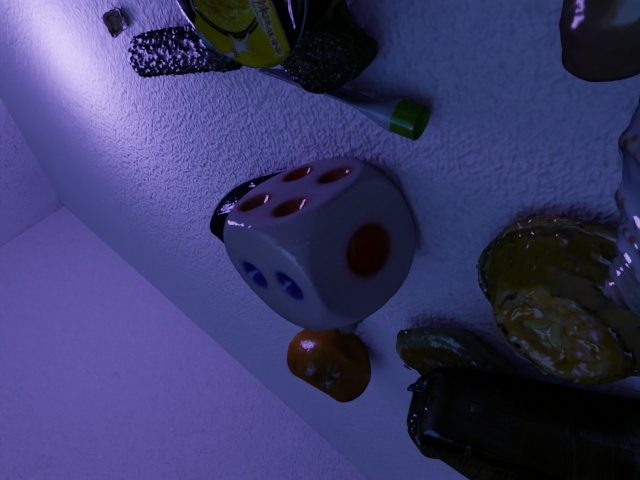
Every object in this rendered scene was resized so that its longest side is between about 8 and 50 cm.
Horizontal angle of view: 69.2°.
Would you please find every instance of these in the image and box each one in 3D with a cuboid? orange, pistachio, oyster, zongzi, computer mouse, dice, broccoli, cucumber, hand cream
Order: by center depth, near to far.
[{"bbox_3d":[0.274,-0.205,0.373,0.124,0.124,0.185,51,147,-9],"label":"pistachio"},{"bbox_3d":[-0.007,-0.275,0.640,0.162,0.145,0.138,14,101,26],"label":"broccoli"},{"bbox_3d":[0.034,-0.222,0.707,0.275,0.050,0.079,29,-176,25],"label":"hand cream"},{"bbox_3d":[0.000,0.000,0.851,0.251,0.259,0.243,10,133,49],"label":"dice"},{"bbox_3d":[0.343,0.391,0.878,0.403,0.208,0.432,11,149,8],"label":"zongzi"},{"bbox_3d":[-0.249,-0.362,0.879,0.359,0.096,0.096,15,139,43],"label":"cucumber"},{"bbox_3d":[-0.167,-0.089,1.048,0.087,0.168,0.295,51,148,-6],"label":"computer mouse"},{"bbox_3d":[-0.468,-0.500,1.058,0.093,0.034,0.051,-6,140,42],"label":"oyster"},{"bbox_3d":[0.036,0.340,1.317,0.248,0.183,0.249,27,163,9],"label":"orange"}]

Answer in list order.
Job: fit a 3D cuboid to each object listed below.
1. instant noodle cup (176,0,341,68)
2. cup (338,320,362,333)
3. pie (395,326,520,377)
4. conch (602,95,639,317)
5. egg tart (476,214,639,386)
[{"bbox_3d":[-0.026,-0.326,0.484,0.215,0.236,0.216,33,148,23],"label":"instant noodle cup"},{"bbox_3d":[0.068,0.202,1.227,0.074,0.054,0.083,13,135,47],"label":"cup"},{"bbox_3d":[0.297,0.286,1.019,0.302,0.067,0.303,31,149,21],"label":"pie"},{"bbox_3d":[0.354,-0.063,0.341,0.303,0.319,0.215,42,-172,-30],"label":"conch"},{"bbox_3d":[0.355,0.109,0.662,0.315,0.120,0.315,34,150,23],"label":"egg tart"}]
